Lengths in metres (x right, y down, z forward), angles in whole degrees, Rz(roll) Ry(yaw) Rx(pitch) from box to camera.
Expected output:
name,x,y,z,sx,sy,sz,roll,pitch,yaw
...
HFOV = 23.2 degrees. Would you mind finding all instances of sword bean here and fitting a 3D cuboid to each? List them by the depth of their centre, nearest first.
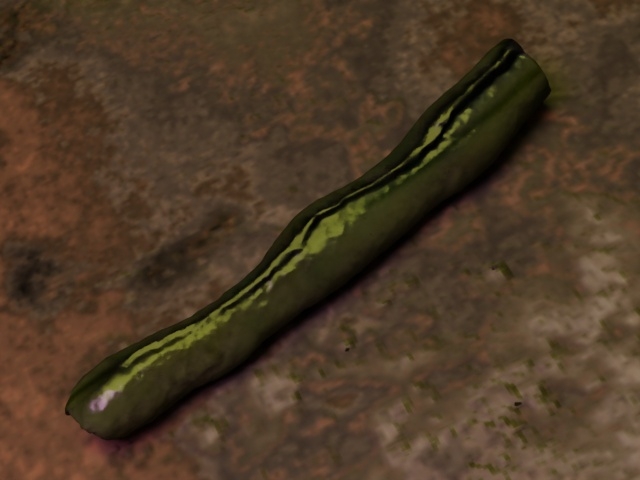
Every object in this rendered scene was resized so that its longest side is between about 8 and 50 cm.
name,x,y,z,sx,sy,sz,roll,pitch,yaw
sword bean,0.000,0.001,0.697,0.269,0.038,0.043,-38,58,-12
